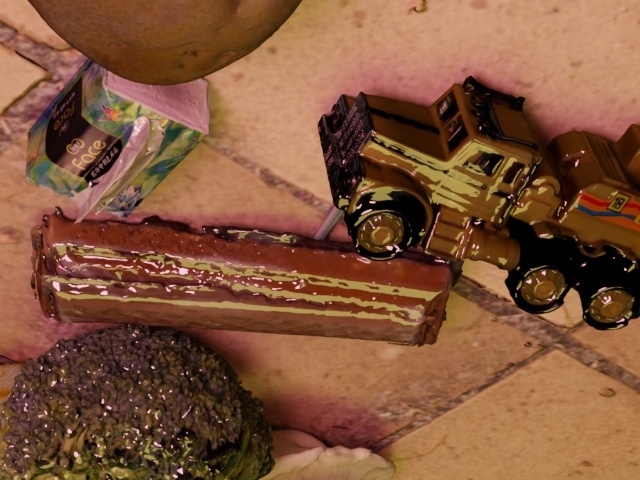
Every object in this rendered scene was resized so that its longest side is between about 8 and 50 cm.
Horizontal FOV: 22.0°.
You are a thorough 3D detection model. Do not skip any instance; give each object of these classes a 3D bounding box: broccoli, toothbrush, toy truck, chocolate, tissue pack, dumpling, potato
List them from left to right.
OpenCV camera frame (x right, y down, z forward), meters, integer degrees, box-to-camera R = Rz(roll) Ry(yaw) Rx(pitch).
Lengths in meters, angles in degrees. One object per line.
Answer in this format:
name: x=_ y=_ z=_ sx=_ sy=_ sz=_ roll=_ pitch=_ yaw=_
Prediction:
tissue pack: x=-0.138 y=-0.067 z=1.118 sx=0.085 sy=0.079 sz=0.111 roll=23 pitch=135 yaw=-29
broccoli: x=-0.146 y=0.154 z=1.291 sx=0.198 sy=0.226 sz=0.176 roll=12 pitch=134 yaw=24
potato: x=-0.092 y=-0.197 z=0.905 sx=0.177 sy=0.160 sz=0.235 roll=-17 pitch=131 yaw=-21
chocolate: x=-0.057 y=0.039 z=1.257 sx=0.329 sy=0.065 sz=0.102 roll=5 pitch=139 yaw=-4
dumpling: x=-0.017 y=0.227 z=1.470 sx=0.166 sy=0.126 sz=0.216 roll=-34 pitch=131 yaw=12
toothbrush: x=0.000 y=0.000 z=1.265 sx=0.014 sy=0.011 sz=0.167 roll=9 pitch=141 yaw=-22
toy truck: x=0.127 y=-0.038 z=1.143 sx=0.257 sy=0.127 sz=0.127 roll=13 pitch=124 yaw=-18

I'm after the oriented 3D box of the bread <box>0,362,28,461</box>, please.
bread: x=-0.273 y=0.184 z=1.383 sx=0.110 sy=0.156 sz=0.103 roll=-3 pitch=156 yaw=34
